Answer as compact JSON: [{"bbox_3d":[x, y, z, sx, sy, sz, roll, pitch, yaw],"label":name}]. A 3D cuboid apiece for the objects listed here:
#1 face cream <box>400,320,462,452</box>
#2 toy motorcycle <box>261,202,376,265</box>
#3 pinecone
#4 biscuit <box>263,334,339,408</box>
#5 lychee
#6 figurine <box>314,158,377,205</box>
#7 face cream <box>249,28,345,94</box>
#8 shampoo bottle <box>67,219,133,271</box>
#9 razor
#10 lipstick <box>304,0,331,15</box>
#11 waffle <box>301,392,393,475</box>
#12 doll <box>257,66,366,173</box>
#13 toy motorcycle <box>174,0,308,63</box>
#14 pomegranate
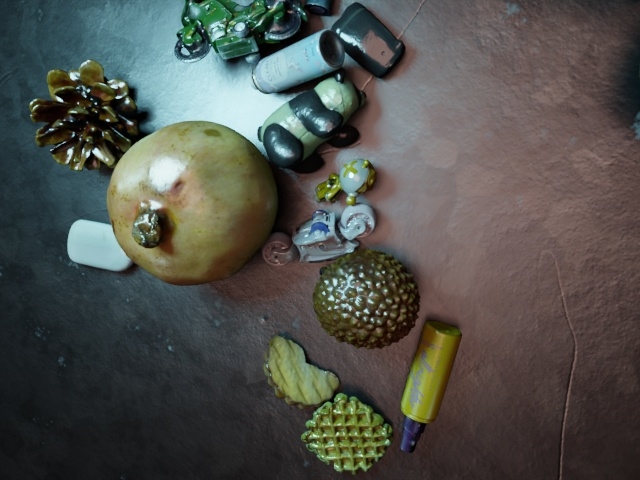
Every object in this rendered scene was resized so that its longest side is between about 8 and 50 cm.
[{"bbox_3d":[0.214,0.304,0.985,0.078,0.078,0.273,16,99,11],"label":"face cream"},{"bbox_3d":[0.000,0.000,1.006,0.254,0.112,0.112,-20,90,13],"label":"toy motorcycle"},{"bbox_3d":[-0.506,-0.260,1.047,0.203,0.201,0.229,-28,114,28],"label":"pinecone"},{"bbox_3d":[-0.058,0.298,1.052,0.183,0.118,0.061,42,146,3],"label":"biscuit"},{"bbox_3d":[0.080,0.108,0.946,0.238,0.200,0.200,35,103,37],"label":"lychee"},{"bbox_3d":[0.050,-0.122,0.984,0.143,0.068,0.101,5,66,48],"label":"figurine"},{"bbox_3d":[-0.059,-0.343,0.954,0.229,0.075,0.075,-4,95,46],"label":"face cream"},{"bbox_3d":[-0.489,0.019,1.138,0.221,0.051,0.108,11,95,13],"label":"shampoo bottle"},{"bbox_3d":[0.095,-0.396,0.960,0.148,0.054,0.090,45,107,7],"label":"razor"},{"bbox_3d":[0.020,-0.579,0.965,0.054,0.053,0.234,15,96,12],"label":"lipstick"},{"bbox_3d":[0.059,0.422,1.040,0.183,0.036,0.169,39,103,-6],"label":"waffle"},{"bbox_3d":[-0.015,-0.232,0.959,0.234,0.143,0.135,-32,81,14],"label":"doll"},{"bbox_3d":[-0.167,-0.453,0.977,0.275,0.124,0.187,-11,67,5],"label":"toy motorcycle"},{"bbox_3d":[-0.255,-0.069,0.937,0.339,0.338,0.337,1,95,13],"label":"pomegranate"}]
